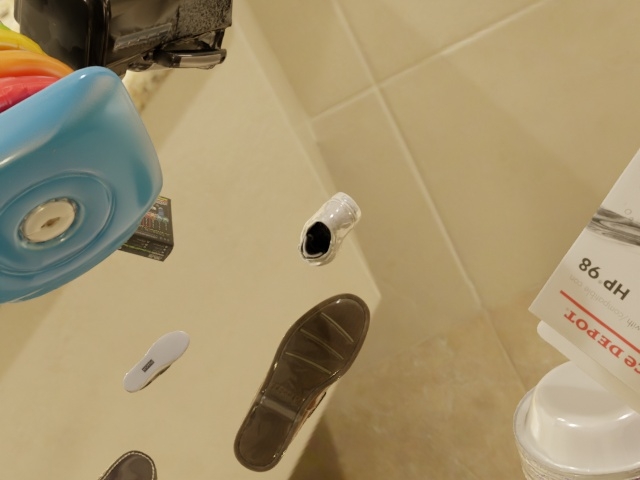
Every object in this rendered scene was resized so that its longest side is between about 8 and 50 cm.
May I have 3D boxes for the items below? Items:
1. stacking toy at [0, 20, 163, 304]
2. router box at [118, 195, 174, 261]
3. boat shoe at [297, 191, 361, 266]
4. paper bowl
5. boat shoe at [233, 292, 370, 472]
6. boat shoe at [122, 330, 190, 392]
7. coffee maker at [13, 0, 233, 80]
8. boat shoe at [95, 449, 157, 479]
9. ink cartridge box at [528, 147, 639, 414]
[{"bbox_3d":[-0.266,-0.113,0.589,0.175,0.166,0.302,-35,66,-15],"label":"stacking toy"},{"bbox_3d":[-0.258,-0.030,1.078,0.038,0.122,0.092,-51,35,34],"label":"router box"},{"bbox_3d":[0.000,0.000,1.098,0.063,0.066,0.184,-41,0,-27],"label":"boat shoe"},{"bbox_3d":[0.458,0.298,1.328,0.284,0.148,0.284,-17,23,7],"label":"paper bowl"},{"bbox_3d":[-0.036,0.210,1.261,0.110,0.104,0.307,38,84,2],"label":"boat shoe"},{"bbox_3d":[-0.287,0.212,1.425,0.142,0.040,0.049,-41,80,-8],"label":"boat shoe"},{"bbox_3d":[-0.170,-0.220,0.708,0.120,0.171,0.178,9,26,29],"label":"coffee maker"},{"bbox_3d":[-0.147,0.201,0.560,0.049,0.056,0.152,-60,6,34],"label":"boat shoe"},{"bbox_3d":[0.178,0.019,0.388,0.104,0.060,0.180,39,122,22],"label":"ink cartridge box"}]
